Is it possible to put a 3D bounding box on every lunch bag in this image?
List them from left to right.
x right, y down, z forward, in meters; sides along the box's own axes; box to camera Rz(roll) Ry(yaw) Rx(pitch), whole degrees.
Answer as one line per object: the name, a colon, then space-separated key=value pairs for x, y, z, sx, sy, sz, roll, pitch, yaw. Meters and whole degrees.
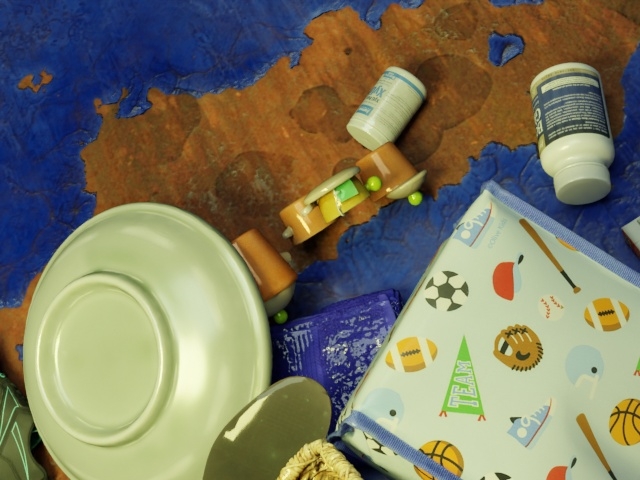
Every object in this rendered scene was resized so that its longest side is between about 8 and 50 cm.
lunch bag: x=0.252 y=0.184 z=1.391 sx=0.386 sy=0.239 sz=0.327 roll=30 pitch=75 yaw=3

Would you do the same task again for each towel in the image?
towel: x=-0.028 y=0.193 z=1.601 sx=0.308 sy=0.076 sz=0.227 roll=-17 pitch=59 yaw=14

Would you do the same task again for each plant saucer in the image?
plant saucer: x=-0.250 y=0.149 z=1.586 sx=0.401 sy=0.100 sz=0.400 roll=-1 pitch=88 yaw=30

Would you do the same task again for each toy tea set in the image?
toy tea set: x=0.000 y=0.000 z=1.655 sx=0.336 sy=0.200 sz=0.124 roll=-33 pitch=92 yaw=4

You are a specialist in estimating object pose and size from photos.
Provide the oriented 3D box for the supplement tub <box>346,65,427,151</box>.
supplement tub: x=0.093 y=-0.182 z=1.747 sx=0.071 sy=0.071 sz=0.107 roll=28 pitch=77 yaw=31

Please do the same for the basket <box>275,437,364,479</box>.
basket: x=-0.002 y=0.390 z=1.296 sx=0.214 sy=0.223 sz=0.299 roll=-26 pitch=32 yaw=-11

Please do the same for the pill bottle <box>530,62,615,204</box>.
pill bottle: x=0.326 y=-0.135 z=1.613 sx=0.094 sy=0.094 sz=0.169 roll=-12 pitch=60 yaw=16

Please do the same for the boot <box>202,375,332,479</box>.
boot: x=-0.079 y=0.279 z=1.500 sx=0.112 sy=0.115 sz=0.305 roll=33 pitch=105 yaw=7

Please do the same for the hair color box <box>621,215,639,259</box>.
hair color box: x=0.435 y=0.024 z=1.518 sx=0.072 sy=0.043 sz=0.141 roll=-33 pitch=58 yaw=4

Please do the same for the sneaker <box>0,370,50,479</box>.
sneaker: x=-0.443 y=0.248 z=1.748 sx=0.106 sy=0.101 sz=0.267 roll=-10 pitch=54 yaw=-12
